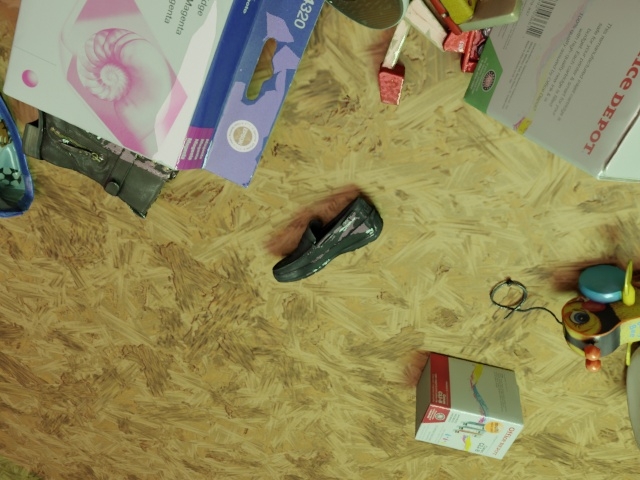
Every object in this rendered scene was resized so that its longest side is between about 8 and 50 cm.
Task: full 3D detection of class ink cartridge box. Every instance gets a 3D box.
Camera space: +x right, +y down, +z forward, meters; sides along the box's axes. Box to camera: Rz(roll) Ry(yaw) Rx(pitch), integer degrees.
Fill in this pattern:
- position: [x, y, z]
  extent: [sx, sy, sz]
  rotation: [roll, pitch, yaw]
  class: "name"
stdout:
- position: [0.271, -0.176, 0.484]
  extent: [0.093, 0.212, 0.154]
  rotation: [0, 124, -26]
  class: "ink cartridge box"
- position: [0.289, 0.328, 0.933]
  extent: [0.176, 0.127, 0.128]
  rotation: [11, 127, 4]
  class: "ink cartridge box"
- position: [-0.189, -0.266, 0.581]
  extent: [0.330, 0.071, 0.323]
  rotation: [24, 108, -4]
  class: "ink cartridge box"

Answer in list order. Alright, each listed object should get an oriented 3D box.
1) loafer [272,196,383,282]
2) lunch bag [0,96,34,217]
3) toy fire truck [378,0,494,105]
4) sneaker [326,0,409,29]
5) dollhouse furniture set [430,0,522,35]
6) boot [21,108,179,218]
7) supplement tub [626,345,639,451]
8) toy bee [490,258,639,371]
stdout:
- position: [0.000, 0.000, 0.795]
  extent: [0.223, 0.076, 0.078]
  rotation: [-31, 109, 25]
  class: "loafer"
- position: [-0.690, -0.177, 0.726]
  extent: [0.328, 0.238, 0.385]
  rotation: [10, 151, 4]
  class: "lunch bag"
- position: [0.146, -0.262, 0.577]
  extent: [0.136, 0.047, 0.191]
  rotation: [8, 128, 7]
  class: "toy fire truck"
- position: [0.012, -0.366, 0.495]
  extent: [0.106, 0.123, 0.290]
  rotation: [-3, 146, 48]
  class: "sneaker"
- position: [0.046, -0.368, 0.396]
  extent: [0.152, 0.201, 0.374]
  rotation: [5, 163, 45]
  class: "dollhouse furniture set"
- position: [-0.329, -0.172, 0.747]
  extent: [0.229, 0.091, 0.263]
  rotation: [27, 129, -16]
  class: "boot"
- position: [0.690, 0.273, 0.732]
  extent: [0.317, 0.228, 0.228]
  rotation: [-2, 125, 15]
  class: "supplement tub"
- position: [0.446, 0.132, 0.729]
  extent: [0.298, 0.162, 0.195]
  rotation: [-32, 115, 31]
  class: "toy bee"
